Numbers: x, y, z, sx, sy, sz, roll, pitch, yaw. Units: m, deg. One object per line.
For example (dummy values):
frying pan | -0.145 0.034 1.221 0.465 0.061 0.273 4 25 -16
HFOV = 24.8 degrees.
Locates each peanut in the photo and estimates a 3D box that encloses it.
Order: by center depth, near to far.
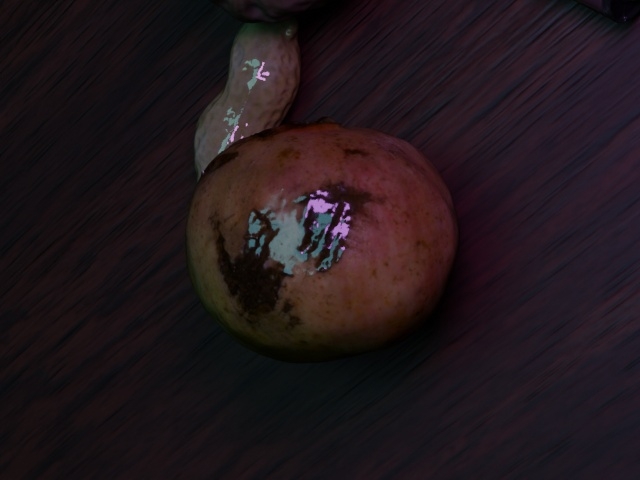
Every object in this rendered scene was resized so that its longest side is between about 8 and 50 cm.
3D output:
peanut | -0.092 -0.171 1.856 0.117 0.101 0.263 26 100 27

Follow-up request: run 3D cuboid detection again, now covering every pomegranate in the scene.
pomegranate | 0.000 0.000 1.664 0.322 0.322 0.322 -4 83 32

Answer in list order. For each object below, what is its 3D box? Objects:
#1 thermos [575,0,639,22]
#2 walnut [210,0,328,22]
thermos | 0.230 -0.376 1.655 0.330 0.109 0.136 34 145 31
walnut | -0.060 -0.387 1.765 0.273 0.273 0.227 -2 121 32
